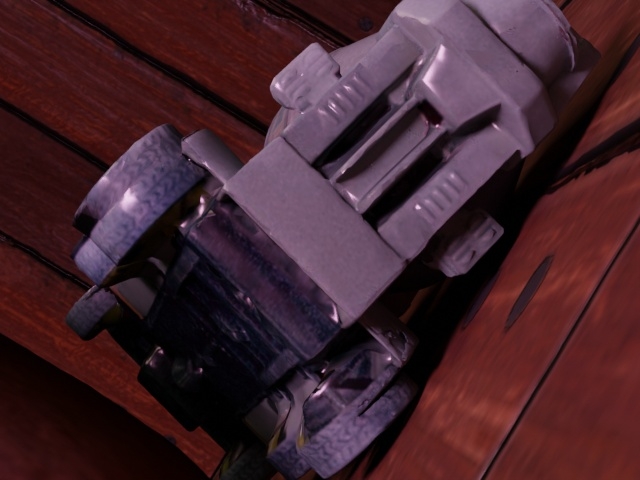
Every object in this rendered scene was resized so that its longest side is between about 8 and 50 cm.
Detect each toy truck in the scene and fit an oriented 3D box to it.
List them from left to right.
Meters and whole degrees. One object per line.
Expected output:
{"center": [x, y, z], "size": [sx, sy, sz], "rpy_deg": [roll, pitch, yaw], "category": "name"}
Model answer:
{"center": [0.000, 0.000, 0.541], "size": [0.140, 0.108, 0.256], "rpy_deg": [-45, -2, -16], "category": "toy truck"}

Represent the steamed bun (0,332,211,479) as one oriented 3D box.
{"center": [-0.179, 0.156, 0.509], "size": [0.379, 0.235, 0.248], "rpy_deg": [-59, 3, 38], "category": "steamed bun"}
